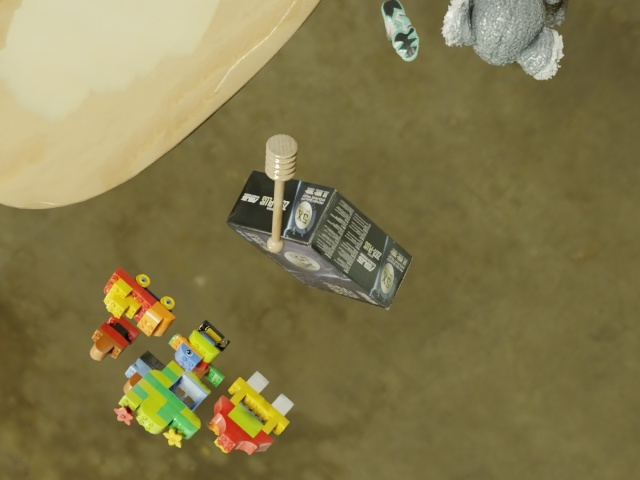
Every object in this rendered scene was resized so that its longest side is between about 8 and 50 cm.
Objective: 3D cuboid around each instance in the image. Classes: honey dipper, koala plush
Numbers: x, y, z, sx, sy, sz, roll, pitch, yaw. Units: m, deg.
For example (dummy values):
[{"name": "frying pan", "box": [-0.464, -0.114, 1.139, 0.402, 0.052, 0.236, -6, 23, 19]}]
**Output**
[{"name": "honey dipper", "box": [-0.042, -0.041, 1.344, 0.030, 0.030, 0.161, 29, 146, 15]}, {"name": "koala plush", "box": [0.258, -0.332, 1.864, 0.196, 0.221, 0.203, 25, 157, -6]}]

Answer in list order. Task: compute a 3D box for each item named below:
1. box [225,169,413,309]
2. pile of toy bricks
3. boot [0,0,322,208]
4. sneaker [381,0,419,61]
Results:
[{"name": "box", "box": [0.000, 0.000, 1.679, 0.147, 0.077, 0.180, 15, 162, 42]}, {"name": "pile of toy bricks", "box": [-0.143, 0.137, 1.269, 0.212, 0.105, 0.118, 41, 135, 4]}, {"name": "boot", "box": [-0.031, -0.161, 0.463, 0.104, 0.211, 0.295, 30, 103, -16]}, {"name": "sneaker", "box": [0.115, -0.284, 1.931, 0.069, 0.038, 0.098, 68, -175, -69]}]
